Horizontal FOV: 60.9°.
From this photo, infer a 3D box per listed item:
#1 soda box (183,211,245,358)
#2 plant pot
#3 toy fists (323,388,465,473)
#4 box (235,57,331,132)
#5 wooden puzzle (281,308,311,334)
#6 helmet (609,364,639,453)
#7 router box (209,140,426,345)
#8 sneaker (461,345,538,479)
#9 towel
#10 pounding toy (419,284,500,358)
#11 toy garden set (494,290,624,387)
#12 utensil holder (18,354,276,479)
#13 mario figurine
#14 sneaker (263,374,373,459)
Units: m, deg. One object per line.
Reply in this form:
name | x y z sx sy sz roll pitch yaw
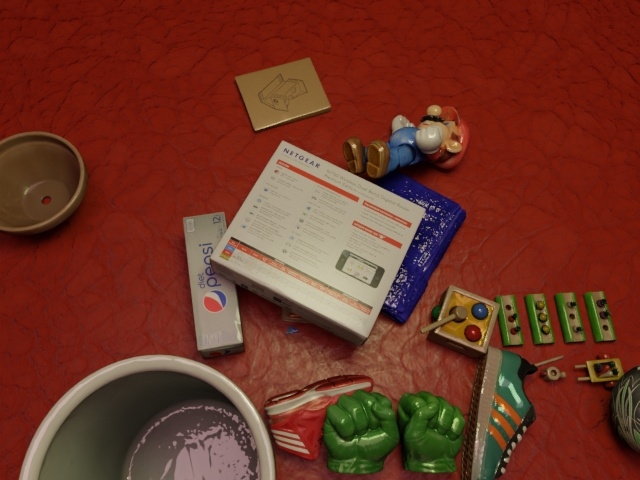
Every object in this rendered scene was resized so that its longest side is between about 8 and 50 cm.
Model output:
soda box | -0.221 0.092 1.130 0.091 0.098 0.286 -9 69 -8
plant pot | -0.619 -0.109 1.187 0.237 0.110 0.238 1 68 -3
toy fists | 0.140 0.353 1.012 0.279 0.096 0.142 5 79 -12
box | -0.093 -0.365 1.359 0.201 0.021 0.165 -18 70 -10
wooden puzzle | -0.045 0.140 1.164 0.078 0.014 0.116 -3 69 -3
helmet | 0.641 0.329 1.039 0.161 0.169 0.170 17 67 -15
router box | 0.000 0.000 1.094 0.335 0.082 0.301 27 68 5
sneaker | 0.350 0.357 1.044 0.121 0.108 0.302 15 67 8
towel | 0.163 -0.002 1.196 0.227 0.076 0.308 31 70 9
pounding toy | 0.280 0.168 1.120 0.141 0.100 0.130 22 69 6
toy garden set | 0.509 0.207 1.142 0.244 0.049 0.204 -2 68 -3
utensil holder | -0.229 0.379 0.862 0.327 0.385 0.328 1 68 -3
mario figurine | 0.205 -0.241 1.214 0.320 0.170 0.198 -19 59 -33
sneaker | 0.008 0.346 1.065 0.221 0.087 0.128 -12 88 -9
